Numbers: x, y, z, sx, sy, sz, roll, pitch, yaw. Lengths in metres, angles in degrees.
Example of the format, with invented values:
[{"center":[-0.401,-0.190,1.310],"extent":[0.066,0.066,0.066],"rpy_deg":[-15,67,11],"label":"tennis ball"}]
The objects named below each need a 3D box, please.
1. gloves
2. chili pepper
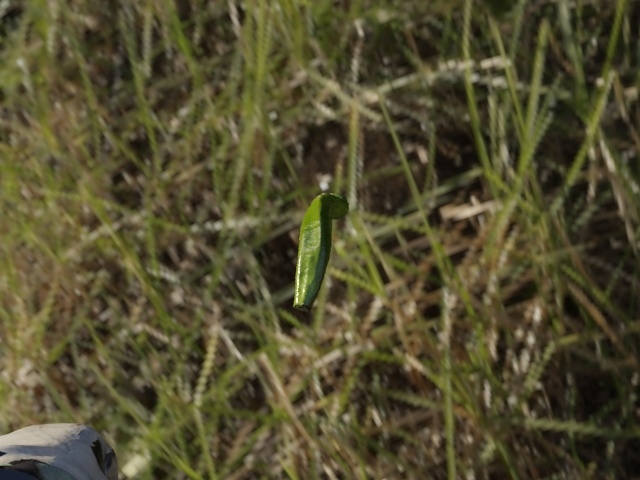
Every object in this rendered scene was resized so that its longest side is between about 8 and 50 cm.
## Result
[{"center":[-0.166,0.162,1.004],"extent":[0.128,0.212,0.111],"rpy_deg":[-32,89,4],"label":"gloves"},{"center":[0.001,0.000,0.753],"extent":[0.017,0.030,0.083],"rpy_deg":[-4,29,16],"label":"chili pepper"}]
